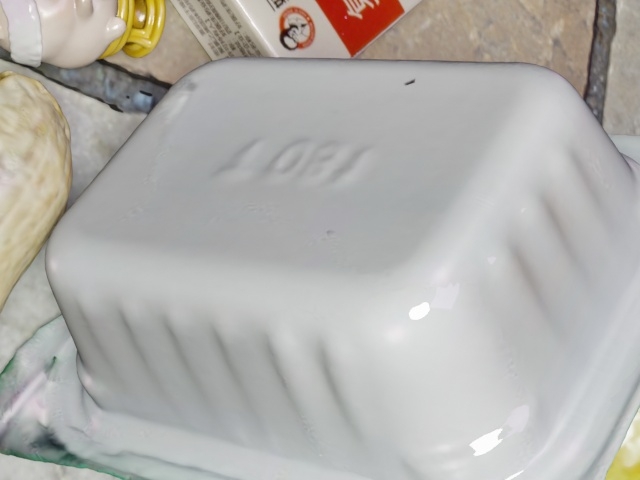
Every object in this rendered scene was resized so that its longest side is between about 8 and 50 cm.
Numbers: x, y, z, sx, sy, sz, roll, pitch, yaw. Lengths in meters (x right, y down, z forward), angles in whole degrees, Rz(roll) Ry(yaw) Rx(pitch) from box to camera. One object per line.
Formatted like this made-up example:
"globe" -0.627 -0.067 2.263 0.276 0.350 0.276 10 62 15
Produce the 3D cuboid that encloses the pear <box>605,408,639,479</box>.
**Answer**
"pear" 0.134 0.103 0.805 0.304 0.304 0.304 8 75 -33

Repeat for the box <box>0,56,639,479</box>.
"box" 0.000 0.000 0.692 0.264 0.336 0.106 -56 133 -31

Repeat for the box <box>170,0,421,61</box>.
"box" -0.059 -0.275 0.887 0.214 0.069 0.353 -44 103 -33

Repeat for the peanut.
"peanut" -0.184 0.005 0.722 0.087 0.087 0.207 34 61 -24

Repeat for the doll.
"doll" -0.141 -0.131 0.783 0.127 0.084 0.073 3 77 -42
